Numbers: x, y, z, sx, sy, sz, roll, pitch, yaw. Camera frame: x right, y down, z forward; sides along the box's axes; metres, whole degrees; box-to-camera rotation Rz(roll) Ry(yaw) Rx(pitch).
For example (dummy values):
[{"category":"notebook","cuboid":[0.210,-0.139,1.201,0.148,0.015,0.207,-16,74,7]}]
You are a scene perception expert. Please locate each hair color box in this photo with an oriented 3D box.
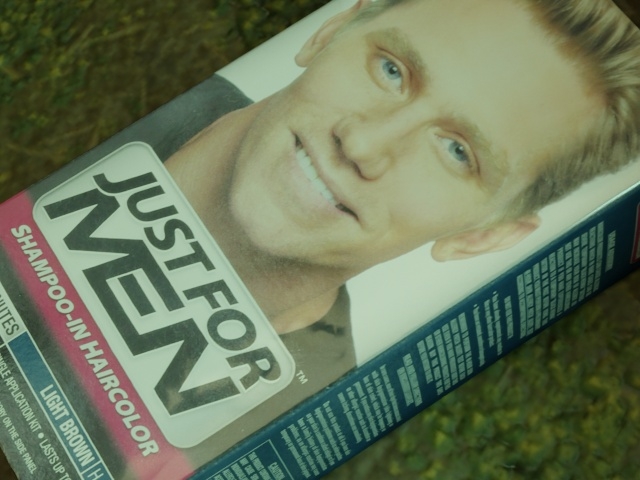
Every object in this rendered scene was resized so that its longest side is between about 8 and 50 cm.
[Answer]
[{"category":"hair color box","cuboid":[0.000,0.000,0.685,0.347,0.105,0.174,-33,64,-7]}]
